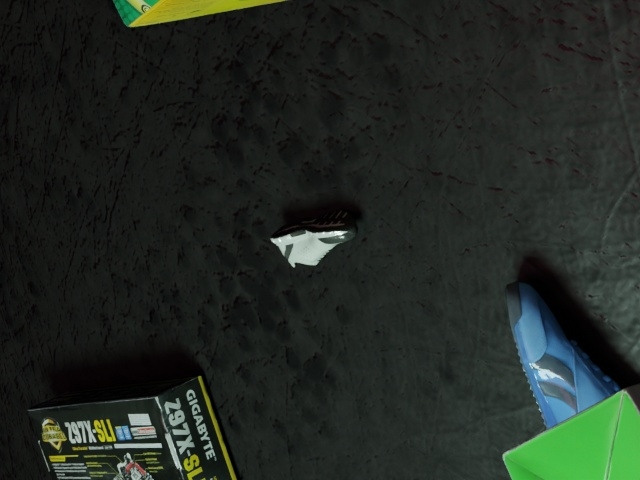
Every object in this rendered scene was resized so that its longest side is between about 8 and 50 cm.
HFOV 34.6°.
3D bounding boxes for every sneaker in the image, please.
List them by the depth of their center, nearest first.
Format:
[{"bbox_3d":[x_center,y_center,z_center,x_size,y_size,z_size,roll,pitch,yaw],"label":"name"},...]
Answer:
[{"bbox_3d":[0.216,0.125,0.847,0.082,0.069,0.209,-23,80,13],"label":"sneaker"},{"bbox_3d":[0.000,0.000,1.013,0.109,0.040,0.044,-9,116,48],"label":"sneaker"}]

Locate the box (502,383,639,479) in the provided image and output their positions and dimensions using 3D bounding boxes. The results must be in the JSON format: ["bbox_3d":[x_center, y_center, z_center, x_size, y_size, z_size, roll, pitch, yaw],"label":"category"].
[{"bbox_3d":[0.279,0.216,0.655,0.127,0.231,0.262,-45,59,47],"label":"box"}]

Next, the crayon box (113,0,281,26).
[{"bbox_3d":[-0.010,-0.244,0.750,0.165,0.278,0.081,-24,90,45],"label":"crayon box"}]

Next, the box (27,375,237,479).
[{"bbox_3d":[-0.231,0.314,1.314,0.322,0.079,0.257,-15,94,46],"label":"box"}]
